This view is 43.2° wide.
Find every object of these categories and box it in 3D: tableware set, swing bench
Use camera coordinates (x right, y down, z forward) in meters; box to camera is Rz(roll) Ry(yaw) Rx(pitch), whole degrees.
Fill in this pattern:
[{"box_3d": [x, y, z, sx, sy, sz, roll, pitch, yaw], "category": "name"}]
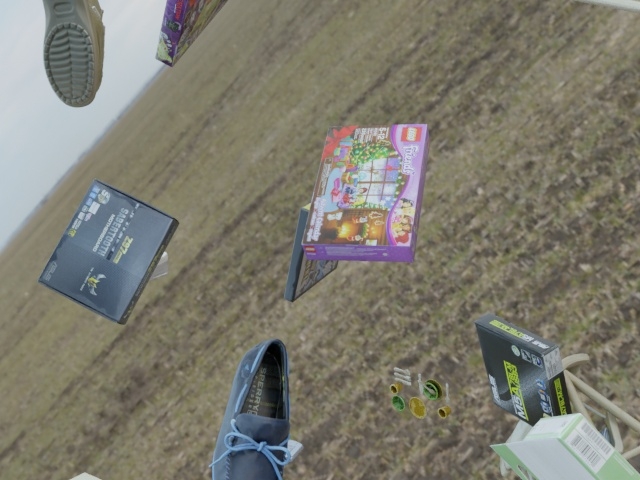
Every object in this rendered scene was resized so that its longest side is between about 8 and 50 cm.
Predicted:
[{"box_3d": [0.201, 0.322, 1.645, 0.024, 0.103, 0.154, -20, 21, -40], "category": "tableware set"}, {"box_3d": [0.481, 0.401, 1.556, 0.254, 0.165, 0.253, 52, 140, 36], "category": "swing bench"}]

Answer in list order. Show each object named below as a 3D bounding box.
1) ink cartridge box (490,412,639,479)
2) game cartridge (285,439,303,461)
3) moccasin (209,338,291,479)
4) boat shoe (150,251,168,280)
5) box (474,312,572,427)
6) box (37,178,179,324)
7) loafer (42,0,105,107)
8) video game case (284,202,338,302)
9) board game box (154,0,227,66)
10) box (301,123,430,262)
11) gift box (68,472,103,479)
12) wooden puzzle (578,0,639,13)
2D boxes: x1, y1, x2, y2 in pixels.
[{"box_3d": [0.371, 0.342, 1.199, 0.056, 0.171, 0.235, -43, -3, -18], "category": "ink cartridge box"}, {"box_3d": [-0.081, 0.480, 1.853, 0.083, 0.017, 0.056, 0, 31, 39], "category": "game cartridge"}, {"box_3d": [-0.118, 0.325, 1.400, 0.117, 0.138, 0.341, 126, 148, -51], "category": "moccasin"}, {"box_3d": [-0.405, 0.081, 1.737, 0.066, 0.063, 0.184, 11, 29, 39], "category": "boat shoe"}, {"box_3d": [0.362, 0.242, 1.438, 0.045, 0.190, 0.184, -27, 24, -22], "category": "box"}, {"box_3d": [-0.410, 0.022, 1.572, 0.232, 0.184, 0.059, -62, -7, -7], "category": "box"}, {"box_3d": [-0.407, -0.360, 1.357, 0.102, 0.268, 0.092, 4, 17, 13], "category": "loafer"}, {"box_3d": [0.000, 0.000, 2.154, 0.248, 0.035, 0.274, -35, -37, -53], "category": "video game case"}, {"box_3d": [-0.227, -0.534, 1.667, 0.208, 0.056, 0.346, 113, -176, -52], "category": "board game box"}, {"box_3d": [0.091, -0.095, 1.526, 0.201, 0.057, 0.293, 1, 55, 16], "category": "box"}, {"box_3d": [-0.520, 0.680, 1.764, 0.258, 0.277, 0.254, -10, -72, -62], "category": "gift box"}, {"box_3d": [0.300, -0.343, 0.796, 0.221, 0.044, 0.238, 33, 92, 46], "category": "wooden puzzle"}]
